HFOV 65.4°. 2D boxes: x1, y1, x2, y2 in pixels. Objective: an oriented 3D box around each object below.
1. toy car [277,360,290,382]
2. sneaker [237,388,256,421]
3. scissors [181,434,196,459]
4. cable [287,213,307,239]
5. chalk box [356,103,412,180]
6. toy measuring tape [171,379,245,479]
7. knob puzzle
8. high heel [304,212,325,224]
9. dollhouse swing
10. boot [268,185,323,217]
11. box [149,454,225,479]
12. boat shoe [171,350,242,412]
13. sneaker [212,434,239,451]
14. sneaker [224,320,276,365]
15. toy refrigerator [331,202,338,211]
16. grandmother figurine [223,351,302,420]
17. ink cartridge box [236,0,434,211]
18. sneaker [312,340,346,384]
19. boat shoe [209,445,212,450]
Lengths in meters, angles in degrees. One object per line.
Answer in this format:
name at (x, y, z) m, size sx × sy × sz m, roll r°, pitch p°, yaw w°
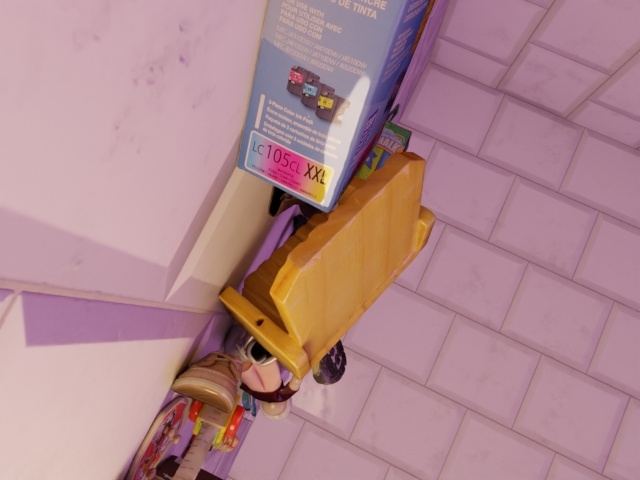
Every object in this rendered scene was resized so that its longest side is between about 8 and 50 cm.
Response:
toy car at (-0.155, 0.311, 1.421) m, size 0.136 × 0.159 × 0.182 m, roll 38°, pitch 75°, yaw -47°
sneaker at (-0.221, 0.466, 1.482) m, size 0.110 × 0.107 × 0.275 m, roll -58°, pitch 172°, yaw -20°
scissors at (-0.335, 0.575, 1.372) m, size 0.297 × 0.021 × 0.109 m, roll 99°, pitch 15°, yaw -64°
cable at (-0.072, 0.004, 1.260) m, size 0.184 × 0.047 × 0.151 m, roll -54°, pitch 161°, yaw -80°
chalk box at (0.138, -0.247, 1.393) m, size 0.180 × 0.179 × 0.289 m, roll 24°, pitch 90°, yaw -83°
toy measuring tape at (-0.233, 0.399, 1.018) m, size 0.330 × 0.121 × 0.122 m, roll -69°, pitch -178°, yaw -66°
knob puzzle at (-0.287, 0.369, 0.904) m, size 0.213 × 0.029 × 0.213 m, roll -63°, pitch 174°, yaw -13°
high heel at (0.000, 0.000, 1.329) m, size 0.261 × 0.093 × 0.186 m, roll -98°, pitch -161°, yaw -55°
dollhouse swing at (-0.014, -0.006, 0.833) m, size 0.347 × 0.315 × 0.305 m, roll -44°, pitch 139°, yaw -17°
boot at (-0.043, -0.102, 0.997) m, size 0.207 × 0.090 × 0.249 m, roll -42°, pitch 163°, yaw -41°
box at (-0.295, 0.582, 1.006) m, size 0.203 × 0.166 × 0.168 m, roll -63°, pitch 178°, yaw -10°
boat shoe at (-0.191, 0.244, 0.896) m, size 0.302 × 0.109 × 0.098 m, roll 116°, pitch -4°, yaw -69°
sneaker at (-0.277, 0.559, 1.418) m, size 0.208 × 0.094 × 0.082 m, roll 107°, pitch -3°, yaw -65°
sneaker at (-0.133, 0.205, 1.009) m, size 0.262 × 0.099 × 0.121 m, roll -35°, pitch -169°, yaw 40°
toy refrigerator at (0.038, -0.093, 1.543) m, size 0.102 × 0.094 × 0.270 m, roll 75°, pitch 40°, yaw -80°
grandmother figurine at (-0.145, 0.359, 1.258) m, size 0.343 × 0.207 × 0.104 m, roll 75°, pitch 32°, yaw -46°
ink cartridge box at (0.046, -0.275, 0.615) m, size 0.270 × 0.151 × 0.396 m, roll -58°, pitch 169°, yaw -50°
sneaker at (-0.053, 0.247, 1.295) m, size 0.181 × 0.158 × 0.410 m, roll -27°, pitch -156°, yaw 2°
boat shoe at (-0.293, 0.520, 1.265) m, size 0.049 × 0.041 × 0.133 m, roll 104°, pitch 12°, yaw -50°
